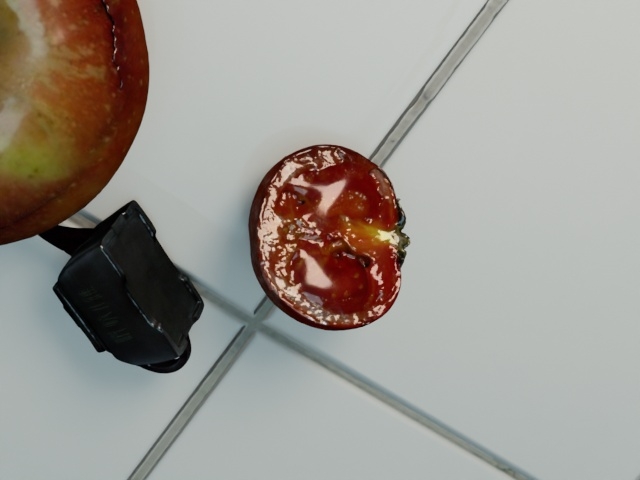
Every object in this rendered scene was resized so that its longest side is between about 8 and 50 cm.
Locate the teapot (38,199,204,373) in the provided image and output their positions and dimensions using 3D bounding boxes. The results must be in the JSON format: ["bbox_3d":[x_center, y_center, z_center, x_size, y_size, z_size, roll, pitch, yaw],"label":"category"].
[{"bbox_3d":[-0.178,0.048,0.674,0.096,0.087,0.177,-23,113,18],"label":"teapot"}]

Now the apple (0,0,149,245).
[{"bbox_3d":[-0.248,-0.133,0.529,0.272,0.206,0.251,40,88,-24],"label":"apple"}]

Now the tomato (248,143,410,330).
[{"bbox_3d":[0.000,0.000,0.686,0.139,0.091,0.159,1,83,-21],"label":"tomato"}]
